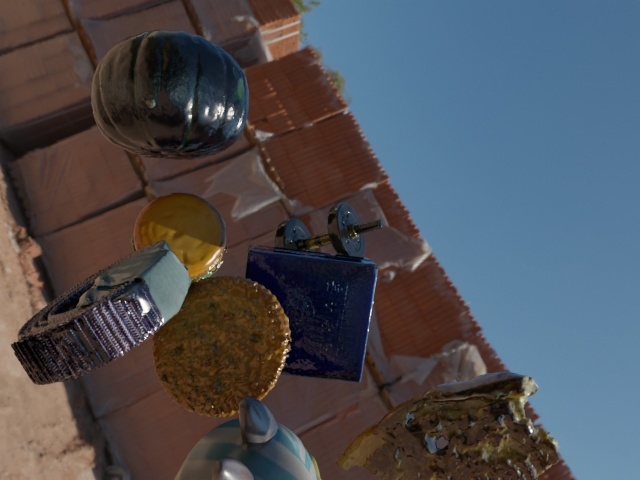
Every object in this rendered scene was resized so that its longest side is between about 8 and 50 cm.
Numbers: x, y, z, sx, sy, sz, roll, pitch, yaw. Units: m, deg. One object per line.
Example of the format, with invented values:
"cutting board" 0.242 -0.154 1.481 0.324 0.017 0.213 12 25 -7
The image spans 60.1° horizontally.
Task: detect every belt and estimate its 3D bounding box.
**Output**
"belt" -0.349 0.110 0.935 0.122 0.260 0.325 63 16 -14

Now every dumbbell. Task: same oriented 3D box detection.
"dumbbell" 0.000 0.000 1.331 0.143 0.325 0.143 38 45 -50

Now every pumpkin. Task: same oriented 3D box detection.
"pumpkin" -0.347 -0.333 1.318 0.363 0.363 0.267 148 -60 -80

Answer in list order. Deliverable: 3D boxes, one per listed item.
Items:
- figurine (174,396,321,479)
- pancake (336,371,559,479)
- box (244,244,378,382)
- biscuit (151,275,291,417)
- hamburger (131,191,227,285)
"figurine" -0.092 0.410 0.754 0.361 0.266 0.378 42 -18 36
"pancake" 0.173 0.245 0.701 0.056 0.257 0.213 -97 -155 -72
"box" -0.035 0.157 1.203 0.116 0.278 0.262 -141 -122 -81
"biscuit" -0.179 0.182 0.979 0.254 0.253 0.035 63 -1 16
"hamburger" -0.359 0.006 1.422 0.246 0.246 0.170 64 -18 12
